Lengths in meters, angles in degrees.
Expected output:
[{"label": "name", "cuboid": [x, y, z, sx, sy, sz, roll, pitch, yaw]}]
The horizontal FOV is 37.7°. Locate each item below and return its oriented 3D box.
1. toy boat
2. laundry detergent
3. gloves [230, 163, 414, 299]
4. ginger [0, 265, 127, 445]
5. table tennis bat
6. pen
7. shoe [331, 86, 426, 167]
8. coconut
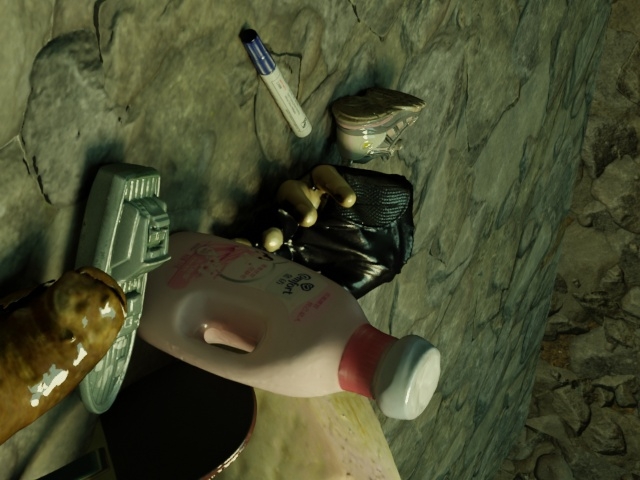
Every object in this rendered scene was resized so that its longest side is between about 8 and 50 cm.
[{"label": "toy boat", "cuboid": [-0.198, 0.055, 0.911, 0.078, 0.085, 0.261, -20, 127, -59]}, {"label": "laundry detergent", "cuboid": [-0.042, 0.087, 0.949, 0.159, 0.335, 0.088, -49, 145, -34]}, {"label": "gloves", "cuboid": [-0.002, 0.000, 1.190, 0.301, 0.152, 0.197, -4, 95, -57]}, {"label": "ginger", "cuboid": [-0.291, 0.120, 0.760, 0.309, 0.107, 0.133, -33, 153, -46]}, {"label": "table tennis bat", "cuboid": [-0.191, 0.209, 0.940, 0.274, 0.154, 0.021, -27, 135, -4]}, {"label": "pen", "cuboid": [-0.049, -0.180, 1.093, 0.025, 0.025, 0.204, -61, 154, -14]}, {"label": "shoe", "cuboid": [0.081, -0.154, 1.301, 0.180, 0.089, 0.092, -28, 133, -51]}, {"label": "coconut", "cuboid": [-0.080, 0.273, 1.092, 0.352, 0.352, 0.353, -45, 147, -40]}]
